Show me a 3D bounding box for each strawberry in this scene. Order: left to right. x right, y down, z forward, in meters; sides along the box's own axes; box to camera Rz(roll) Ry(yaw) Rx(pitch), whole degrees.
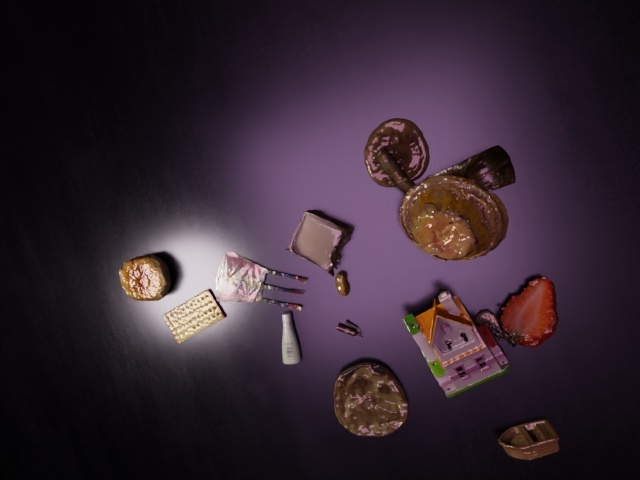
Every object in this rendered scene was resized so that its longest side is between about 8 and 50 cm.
[{"bbox_3d":[0.722,0.257,1.434,0.236,0.106,0.175,-41,51,9],"label":"strawberry"}]

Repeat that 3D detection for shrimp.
[{"bbox_3d":[0.609,0.319,1.490,0.161,0.034,0.091,47,112,9],"label":"shrimp"}]

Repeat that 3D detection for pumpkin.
[{"bbox_3d":[0.506,-0.209,1.431,0.280,0.190,0.139,-19,93,53],"label":"pumpkin"}]

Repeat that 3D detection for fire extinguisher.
[{"bbox_3d":[0.114,0.327,1.572,0.100,0.032,0.046,18,64,7],"label":"fire extinguisher"}]

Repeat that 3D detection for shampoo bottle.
[{"bbox_3d":[-0.117,0.369,1.601,0.069,0.041,0.191,-5,94,15],"label":"shampoo bottle"}]

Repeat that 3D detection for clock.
[{"bbox_3d":[0.449,0.327,1.440,0.235,0.166,0.310,-32,95,17],"label":"clock"}]

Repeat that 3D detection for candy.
[{"bbox_3d":[0.000,0.000,1.501,0.195,0.137,0.185,24,98,8],"label":"candy"}]

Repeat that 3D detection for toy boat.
[{"bbox_3d":[0.715,0.693,1.462,0.188,0.116,0.061,-19,99,9],"label":"toy boat"}]

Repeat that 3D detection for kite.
[{"bbox_3d":[-0.235,0.172,1.614,0.360,0.022,0.204,14,97,12],"label":"kite"}]

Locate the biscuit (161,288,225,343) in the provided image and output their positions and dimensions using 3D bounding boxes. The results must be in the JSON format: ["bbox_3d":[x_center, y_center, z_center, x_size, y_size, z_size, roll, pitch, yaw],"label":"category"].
[{"bbox_3d":[-0.500,0.297,1.668,0.231,0.016,0.139,-31,90,11],"label":"biscuit"}]

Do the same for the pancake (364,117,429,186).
[{"bbox_3d":[0.268,-0.299,1.474,0.241,0.050,0.242,1,101,6],"label":"pancake"}]

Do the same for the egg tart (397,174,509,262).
[{"bbox_3d":[0.413,-0.045,1.364,0.351,0.150,0.352,16,134,17],"label":"egg tart"}]

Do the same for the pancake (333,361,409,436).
[{"bbox_3d":[0.178,0.590,1.571,0.294,0.049,0.295,1,98,7],"label":"pancake"}]

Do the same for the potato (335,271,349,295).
[{"bbox_3d":[0.078,0.159,1.550,0.045,0.046,0.092,-22,103,-32],"label":"potato"}]

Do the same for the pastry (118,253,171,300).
[{"bbox_3d":[-0.672,0.148,1.643,0.192,0.093,0.182,-11,94,14],"label":"pastry"}]

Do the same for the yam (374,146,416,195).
[{"bbox_3d":[0.274,-0.208,1.447,0.061,0.061,0.253,-39,104,10],"label":"yam"}]
